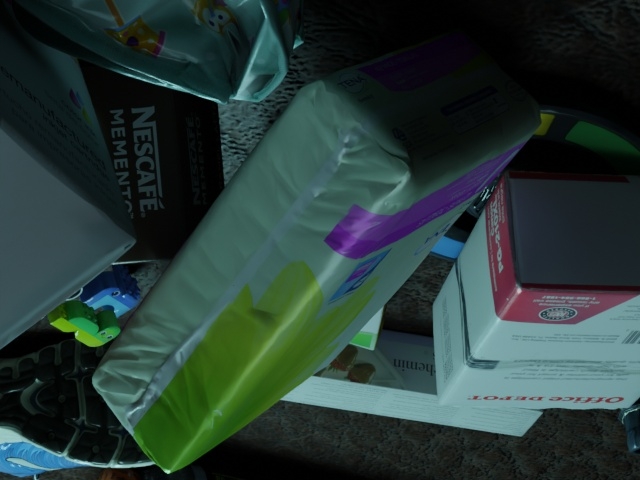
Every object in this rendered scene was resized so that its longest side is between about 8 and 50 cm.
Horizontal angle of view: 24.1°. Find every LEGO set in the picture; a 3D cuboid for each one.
[{"bbox_3d":[-0.178,0.033,1.273,0.093,0.087,0.227,-32,146,13],"label":"LEGO set"}]

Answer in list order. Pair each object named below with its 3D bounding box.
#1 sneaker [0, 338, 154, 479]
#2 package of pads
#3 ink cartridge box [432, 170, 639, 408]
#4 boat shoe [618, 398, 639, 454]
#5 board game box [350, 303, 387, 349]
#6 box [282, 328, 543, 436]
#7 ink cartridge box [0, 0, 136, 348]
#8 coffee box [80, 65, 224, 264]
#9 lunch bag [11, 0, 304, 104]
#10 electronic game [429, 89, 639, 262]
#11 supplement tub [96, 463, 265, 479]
[{"bbox_3d":[-0.270,0.171,1.507,0.330,0.130,0.147,3,163,8],"label":"sneaker"},{"bbox_3d":[0.000,0.000,1.010,0.101,0.229,0.296,45,121,10],"label":"package of pads"},{"bbox_3d":[0.196,0.045,1.159,0.172,0.100,0.237,2,154,-10],"label":"ink cartridge box"},{"bbox_3d":[0.403,0.210,1.502,0.254,0.079,0.095,25,143,-30],"label":"boat shoe"},{"bbox_3d":[-0.001,0.020,1.249,0.124,0.039,0.259,17,156,5],"label":"board game box"},{"bbox_3d":[0.049,0.124,1.419,0.324,0.063,0.067,9,150,-8],"label":"box"},{"bbox_3d":[-0.218,-0.103,0.738,0.117,0.278,0.201,-37,130,9],"label":"ink cartridge box"},{"bbox_3d":[-0.199,-0.049,1.066,0.246,0.141,0.098,-5,-178,14],"label":"coffee box"},{"bbox_3d":[-0.093,-0.216,0.719,0.160,0.223,0.262,-18,140,31],"label":"lunch bag"},{"bbox_3d":[0.148,-0.041,1.149,0.229,0.048,0.229,3,148,2],"label":"electronic game"},{"bbox_3d":[-0.099,0.370,1.707,0.338,0.207,0.207,16,147,-17],"label":"supplement tub"}]
